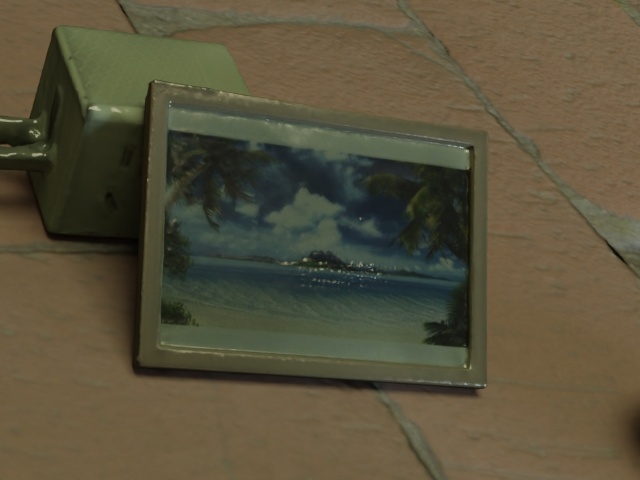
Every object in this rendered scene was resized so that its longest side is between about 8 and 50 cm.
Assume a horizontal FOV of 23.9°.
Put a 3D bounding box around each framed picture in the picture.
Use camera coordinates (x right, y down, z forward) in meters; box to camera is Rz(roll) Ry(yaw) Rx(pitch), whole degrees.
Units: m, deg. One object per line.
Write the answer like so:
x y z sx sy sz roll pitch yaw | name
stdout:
0.000 0.000 1.248 0.315 0.024 0.232 5 79 -23 | framed picture

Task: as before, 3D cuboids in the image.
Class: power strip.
-0.182 -0.092 1.294 0.224 0.140 0.139 4 39 -28 | power strip
